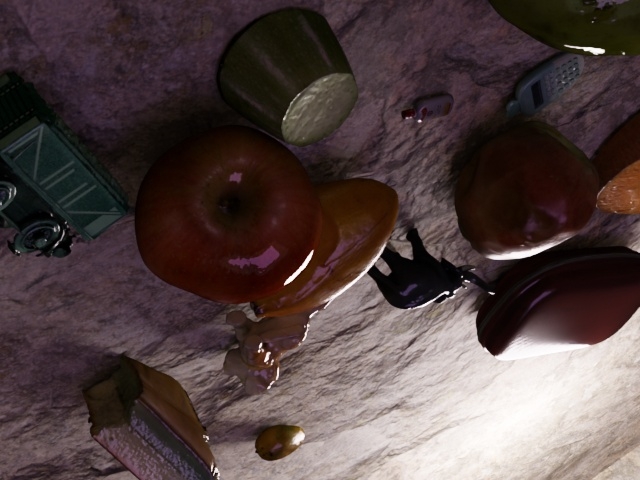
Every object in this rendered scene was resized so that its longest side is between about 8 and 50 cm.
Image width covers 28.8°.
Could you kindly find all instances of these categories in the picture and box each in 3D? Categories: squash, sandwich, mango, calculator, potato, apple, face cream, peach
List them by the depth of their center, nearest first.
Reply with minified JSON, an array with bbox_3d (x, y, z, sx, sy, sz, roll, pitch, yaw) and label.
[{"bbox_3d":[-0.032,-0.200,1.584,0.170,0.123,0.170,-28,147,-20],"label":"squash"},{"bbox_3d":[0.342,-0.351,1.604,0.304,0.216,0.216,9,131,-28],"label":"potato"},{"bbox_3d":[-0.124,-0.023,1.618,0.242,0.242,0.241,-23,168,-17],"label":"apple"},{"bbox_3d":[0.000,0.000,1.837,0.257,0.138,0.187,-20,112,-3],"label":"mango"},{"bbox_3d":[0.158,-0.194,1.844,0.083,0.021,0.040,-16,143,-25],"label":"face cream"},{"bbox_3d":[-0.266,0.304,1.945,0.108,0.220,0.186,-38,148,10],"label":"sandwich"},{"bbox_3d":[0.350,-0.243,1.952,0.153,0.021,0.095,-33,148,-2],"label":"calculator"},{"bbox_3d":[0.323,-0.071,1.997,0.235,0.214,0.214,-43,148,26],"label":"peach"},{"bbox_3d":[-0.076,0.384,2.384,0.114,0.057,0.079,-14,140,-43],"label":"mango"}]

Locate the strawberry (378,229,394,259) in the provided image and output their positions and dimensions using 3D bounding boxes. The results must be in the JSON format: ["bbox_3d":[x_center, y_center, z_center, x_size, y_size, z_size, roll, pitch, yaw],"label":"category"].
[{"bbox_3d":[0.056,-0.003,1.950,0.106,0.106,0.106,-23,147,-16],"label":"strawberry"}]

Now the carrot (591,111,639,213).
[{"bbox_3d":[0.621,-0.152,2.267,0.307,0.100,0.258,-19,148,-9],"label":"carrot"}]

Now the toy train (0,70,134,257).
[{"bbox_3d":[-0.346,-0.077,1.471,0.154,0.115,0.269,-41,148,-4],"label":"toy train"}]

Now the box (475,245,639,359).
[{"bbox_3d":[0.487,0.121,2.482,0.404,0.108,0.263,-3,138,-39],"label":"box"}]

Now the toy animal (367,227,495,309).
[{"bbox_3d":[0.172,0.050,2.078,0.269,0.137,0.082,-2,134,-48],"label":"toy animal"}]

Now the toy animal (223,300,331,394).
[{"bbox_3d":[-0.067,0.172,2.060,0.183,0.104,0.185,-18,141,-22],"label":"toy animal"}]

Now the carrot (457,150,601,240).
[{"bbox_3d":[0.368,-0.081,2.149,0.298,0.078,0.078,-28,148,-17],"label":"carrot"}]
